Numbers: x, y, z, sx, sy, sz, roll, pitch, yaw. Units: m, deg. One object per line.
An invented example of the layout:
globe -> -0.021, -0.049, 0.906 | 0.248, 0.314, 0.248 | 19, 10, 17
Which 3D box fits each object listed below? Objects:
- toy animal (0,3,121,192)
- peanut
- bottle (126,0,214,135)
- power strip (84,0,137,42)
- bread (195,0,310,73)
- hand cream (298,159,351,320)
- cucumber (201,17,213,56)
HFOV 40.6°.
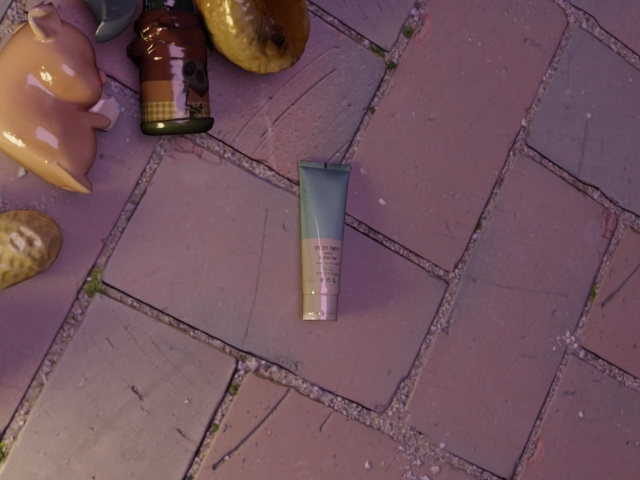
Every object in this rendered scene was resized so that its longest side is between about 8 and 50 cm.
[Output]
toy animal -> -0.441, -0.232, 1.435 | 0.213, 0.195, 0.256 | 23, 79, -28
peanut -> -0.578, 0.013, 1.421 | 0.298, 0.120, 0.136 | 2, 85, -19
bottle -> -0.266, -0.322, 1.519 | 0.143, 0.156, 0.271 | -5, 97, -14
power strip -> -0.415, -0.447, 1.473 | 0.253, 0.054, 0.167 | 41, 42, 4
bread -> -0.125, -0.413, 1.557 | 0.244, 0.134, 0.244 | 20, 67, -58
hand cream -> 0.000, 0.000, 1.686 | 0.111, 0.070, 0.312 | 6, 80, -20
cucumber -> -0.204, -0.427, 1.606 | 0.039, 0.039, 0.168 | -7, 92, -21
